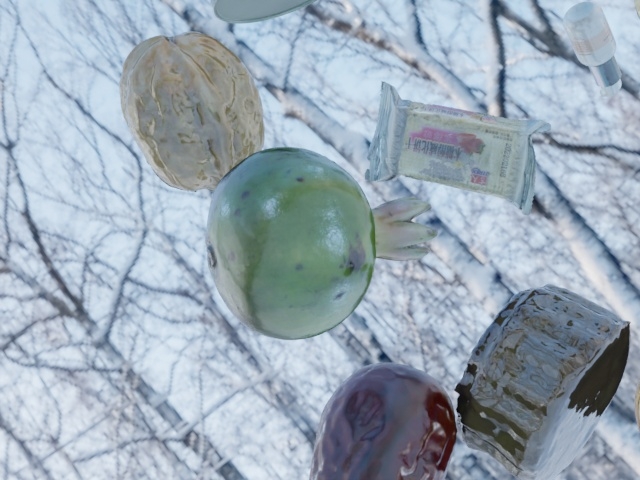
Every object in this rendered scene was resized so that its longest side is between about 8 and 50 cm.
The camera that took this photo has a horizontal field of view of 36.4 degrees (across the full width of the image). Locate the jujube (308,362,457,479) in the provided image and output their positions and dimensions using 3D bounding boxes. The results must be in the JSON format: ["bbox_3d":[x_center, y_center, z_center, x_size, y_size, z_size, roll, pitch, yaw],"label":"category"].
[{"bbox_3d":[0.092,0.344,1.551,0.223,0.223,0.318,95,-165,-50],"label":"jujube"}]

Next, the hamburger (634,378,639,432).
[{"bbox_3d":[0.732,0.297,1.762,0.314,0.289,0.170,-57,-13,6],"label":"hamburger"}]

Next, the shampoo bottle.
[{"bbox_3d":[0.507,-0.345,1.780,0.074,0.074,0.192,-41,-55,-4],"label":"shampoo bottle"}]

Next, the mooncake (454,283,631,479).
[{"bbox_3d":[0.366,0.232,1.614,0.324,0.187,0.324,-37,-38,-35],"label":"mooncake"}]

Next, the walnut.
[{"bbox_3d":[-0.177,-0.180,1.380,0.198,0.198,0.245,-29,-64,-24],"label":"walnut"}]

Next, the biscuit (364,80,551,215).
[{"bbox_3d":[0.238,-0.160,1.729,0.079,0.309,0.186,-54,-24,-63],"label":"biscuit"}]

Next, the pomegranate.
[{"bbox_3d":[0.000,-0.002,0.948,0.225,0.187,0.187,-4,-42,-17],"label":"pomegranate"}]

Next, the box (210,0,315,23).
[{"bbox_3d":[-0.081,-0.449,1.482,0.226,0.149,0.226,-21,-7,-3],"label":"box"}]

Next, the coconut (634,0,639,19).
[{"bbox_3d":[0.523,-0.360,1.394,0.116,0.116,0.122,-18,-19,-38],"label":"coconut"}]
